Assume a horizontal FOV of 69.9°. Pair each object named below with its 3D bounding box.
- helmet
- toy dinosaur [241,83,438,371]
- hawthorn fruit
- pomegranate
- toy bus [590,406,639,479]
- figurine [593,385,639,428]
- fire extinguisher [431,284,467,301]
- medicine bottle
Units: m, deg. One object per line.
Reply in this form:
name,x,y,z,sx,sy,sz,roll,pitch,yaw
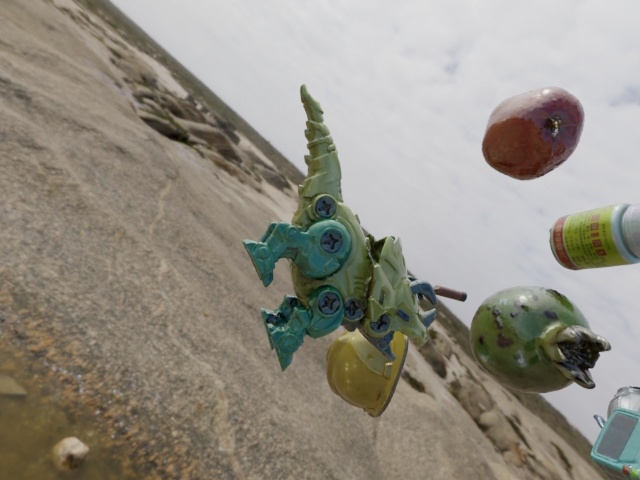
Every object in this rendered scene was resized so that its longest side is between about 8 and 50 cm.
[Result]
helmet,0.084,0.270,1.034,0.140,0.256,0.205,12,30,-9
toy dinosaur,0.000,0.000,0.400,0.259,0.153,0.094,68,-13,-8
hawthorn fruit,0.364,-0.185,0.757,0.163,0.162,0.203,43,-5,-2
pomegranate,0.428,0.206,0.933,0.242,0.242,0.306,44,12,17
toy bus,0.373,0.262,0.489,0.160,0.079,0.092,47,-19,-14
figurine,0.580,0.344,0.793,0.209,0.128,0.183,6,51,-26
fire extinguisher,0.258,0.108,0.936,0.084,0.022,0.028,15,36,-12
medicine bottle,0.662,-0.009,1.046,0.139,0.139,0.225,42,-26,-17
